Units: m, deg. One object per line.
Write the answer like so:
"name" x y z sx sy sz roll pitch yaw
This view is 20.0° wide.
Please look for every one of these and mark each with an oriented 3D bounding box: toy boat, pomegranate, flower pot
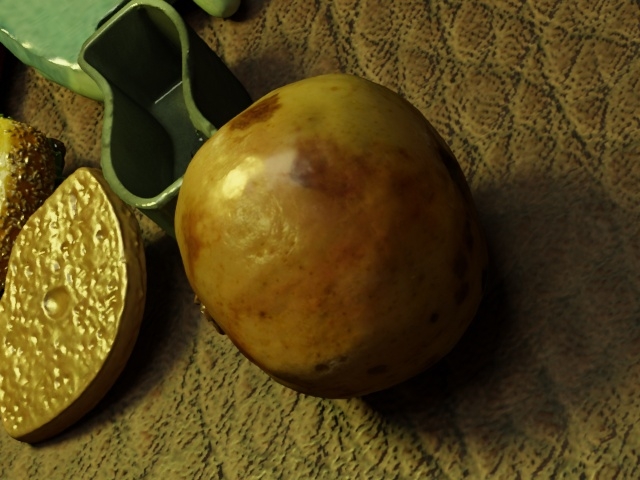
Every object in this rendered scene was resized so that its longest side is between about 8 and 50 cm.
"toy boat" -0.206 -0.245 1.645 0.215 0.123 0.330 -44 56 -6
"pomegranate" 0.000 0.000 1.221 0.215 0.215 0.215 -19 49 24
"flower pot" -0.110 -0.085 1.439 0.103 0.108 0.229 -32 44 12

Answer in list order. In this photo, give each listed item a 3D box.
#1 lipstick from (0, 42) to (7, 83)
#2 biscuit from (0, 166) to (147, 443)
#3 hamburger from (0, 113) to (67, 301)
"lipstick" -0.327 -0.128 1.651 0.073 0.073 0.279 -19 47 24
"biscuit" -0.194 0.051 1.411 0.142 0.029 0.220 7 83 38
"hamburger" -0.281 -0.029 1.496 0.137 0.087 0.166 12 69 -7
